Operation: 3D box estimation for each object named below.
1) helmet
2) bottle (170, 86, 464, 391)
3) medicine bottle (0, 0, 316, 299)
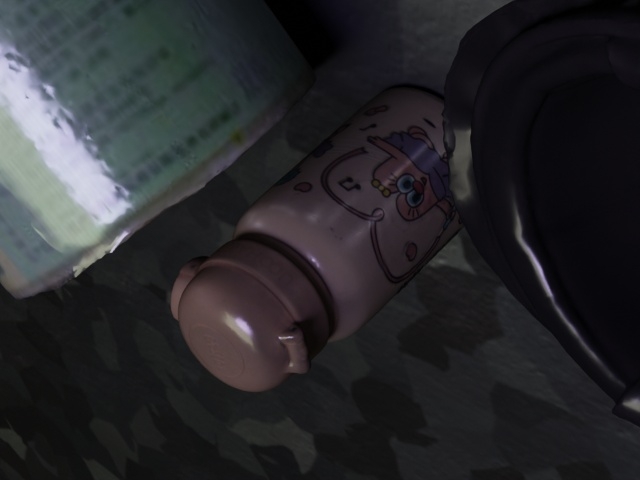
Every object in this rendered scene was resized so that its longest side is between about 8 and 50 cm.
[{"bbox_3d":[0.199,-0.027,0.707,0.279,0.160,0.230,35,145,42],"label":"helmet"},{"bbox_3d":[0.000,0.000,0.897,0.110,0.209,0.097,18,135,36],"label":"bottle"},{"bbox_3d":[-0.210,-0.191,0.911,0.406,0.236,0.236,53,145,-10],"label":"medicine bottle"}]
